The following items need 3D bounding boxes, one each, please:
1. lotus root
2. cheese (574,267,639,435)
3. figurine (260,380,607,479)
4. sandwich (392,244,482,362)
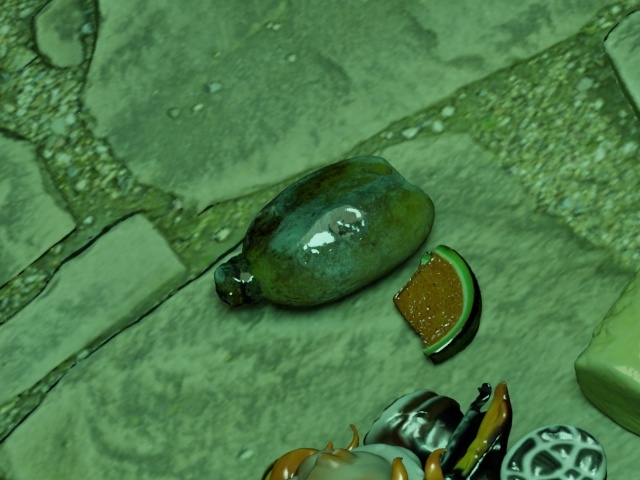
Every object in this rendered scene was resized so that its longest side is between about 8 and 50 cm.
[{"bbox_3d":[0.000,0.000,1.581,0.192,0.088,0.113,-30,42,-10],"label":"lotus root"},{"bbox_3d":[0.286,0.071,1.487,0.123,0.094,0.167,32,71,10],"label":"cheese"},{"bbox_3d":[0.034,0.238,1.356,0.323,0.196,0.320,-30,14,-20],"label":"figurine"},{"bbox_3d":[0.099,0.050,1.570,0.069,0.026,0.101,-27,54,-3],"label":"sandwich"}]
